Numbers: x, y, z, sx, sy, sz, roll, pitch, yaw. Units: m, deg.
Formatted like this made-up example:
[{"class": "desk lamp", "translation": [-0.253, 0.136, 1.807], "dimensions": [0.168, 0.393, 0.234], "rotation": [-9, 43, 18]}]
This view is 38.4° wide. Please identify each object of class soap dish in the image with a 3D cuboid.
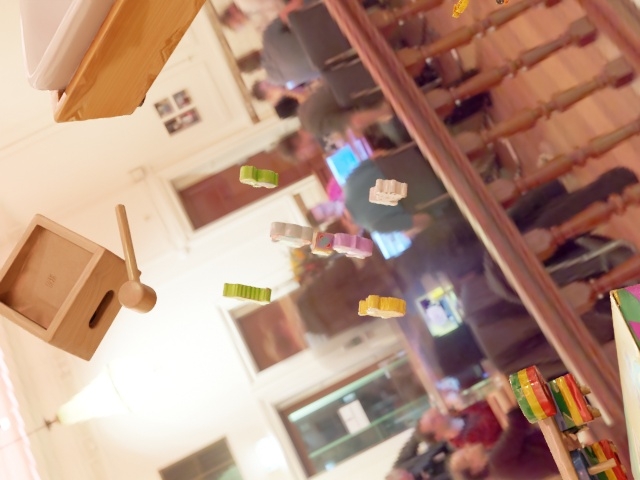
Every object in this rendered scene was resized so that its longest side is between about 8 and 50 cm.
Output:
[{"class": "soap dish", "translation": [-0.212, -0.282, 0.936], "dimensions": [0.118, 0.229, 0.290], "rotation": [17, -145, -35]}]

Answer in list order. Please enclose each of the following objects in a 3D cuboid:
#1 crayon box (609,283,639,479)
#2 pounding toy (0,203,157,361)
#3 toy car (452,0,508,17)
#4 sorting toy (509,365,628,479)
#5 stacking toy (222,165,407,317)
[{"class": "crayon box", "translation": [0.391, 0.262, 0.871], "dimensions": [0.362, 0.106, 0.313], "rotation": [-98, -11, -52]}, {"class": "pounding toy", "translation": [-0.265, 0.048, 1.096], "dimensions": [0.206, 0.181, 0.094], "rotation": [24, 169, 30]}, {"class": "toy car", "translation": [0.227, -0.333, 1.243], "dimensions": [0.060, 0.122, 0.040], "rotation": [36, 139, -3]}, {"class": "sorting toy", "translation": [0.253, 0.192, 0.883], "dimensions": [0.274, 0.046, 0.132], "rotation": [30, -143, -64]}, {"class": "stacking toy", "translation": [0.000, 0.000, 1.118], "dimensions": [0.052, 0.221, 0.166], "rotation": [131, 145, -70]}]
